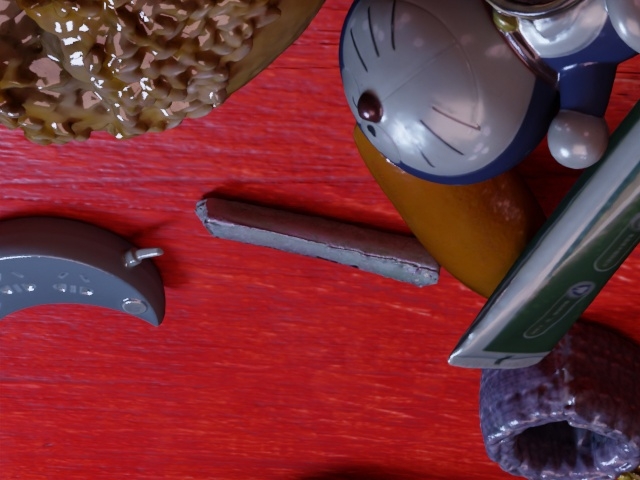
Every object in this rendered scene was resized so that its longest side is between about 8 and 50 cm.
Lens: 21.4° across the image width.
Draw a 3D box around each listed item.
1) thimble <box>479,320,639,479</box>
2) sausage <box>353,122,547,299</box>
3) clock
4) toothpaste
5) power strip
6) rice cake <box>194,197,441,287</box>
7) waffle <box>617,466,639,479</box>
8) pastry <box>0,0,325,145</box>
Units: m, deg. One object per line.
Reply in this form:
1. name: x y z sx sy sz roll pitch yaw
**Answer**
1. thimble: 0.216 0.146 1.493 0.150 0.098 0.150 3 144 2
2. sausage: 0.110 -0.029 1.276 0.098 0.098 0.238 -15 137 25
3. clock: 0.122 -0.132 1.082 0.243 0.200 0.146 -30 169 34
4. toothpaste: 0.221 -0.039 1.217 0.098 0.061 0.392 4 134 -36
5. power strip: -0.222 0.034 1.437 0.216 0.044 0.137 -9 141 19
6. rice cake: 0.000 0.000 1.374 0.207 0.033 0.033 13 141 -9
7. waffle: 0.373 0.208 1.584 0.197 0.070 0.193 -29 132 33
8. pastry: -0.136 -0.171 1.034 0.315 0.184 0.284 -16 140 25
